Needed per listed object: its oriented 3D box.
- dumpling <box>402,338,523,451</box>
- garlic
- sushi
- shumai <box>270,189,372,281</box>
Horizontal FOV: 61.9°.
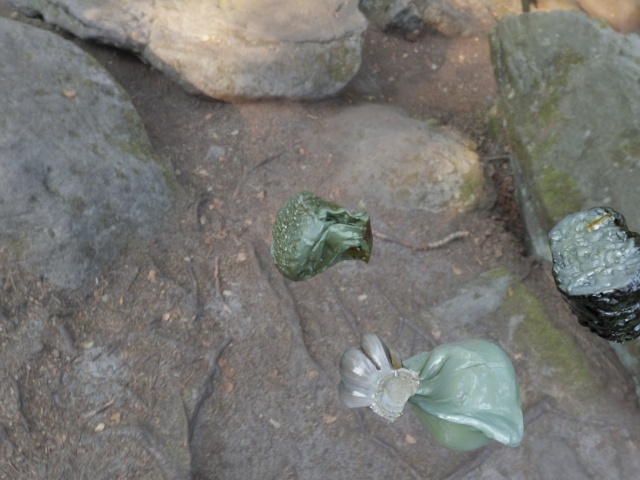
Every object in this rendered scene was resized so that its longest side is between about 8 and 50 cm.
[{"bbox_3d":[0.265,0.315,1.065,0.270,0.320,0.211,-23,75,-22],"label":"dumpling"},{"bbox_3d":[0.090,0.221,0.927,0.127,0.131,0.194,19,8,-4],"label":"garlic"},{"bbox_3d":[0.630,0.067,1.186,0.170,0.211,0.350,53,21,-19],"label":"sushi"},{"bbox_3d":[0.000,0.000,1.340,0.222,0.261,0.224,13,88,-30],"label":"shumai"}]
